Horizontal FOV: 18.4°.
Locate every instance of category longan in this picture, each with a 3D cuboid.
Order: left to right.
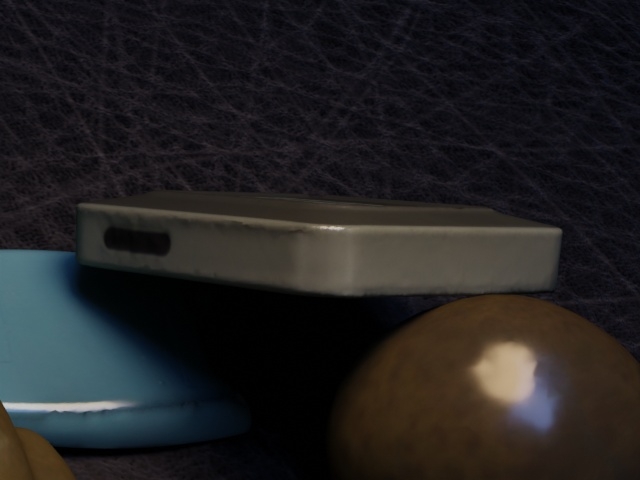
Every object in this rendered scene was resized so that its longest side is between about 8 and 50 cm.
[{"bbox_3d":[0.164,0.197,1.820,0.319,0.319,0.319,13,37,-10],"label":"longan"}]

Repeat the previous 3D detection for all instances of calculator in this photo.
[{"bbox_3d":[-0.264,0.100,1.926,0.386,0.054,0.256,2,40,-22],"label":"calculator"}]

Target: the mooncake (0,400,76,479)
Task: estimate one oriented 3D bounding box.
[{"bbox_3d":[-0.343,0.258,1.434,0.379,0.378,0.200,6,29,-20],"label":"mooncake"}]

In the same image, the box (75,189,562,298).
[{"bbox_3d":[0.000,0.000,1.947,0.367,0.090,0.373,7,5,42],"label":"box"}]
